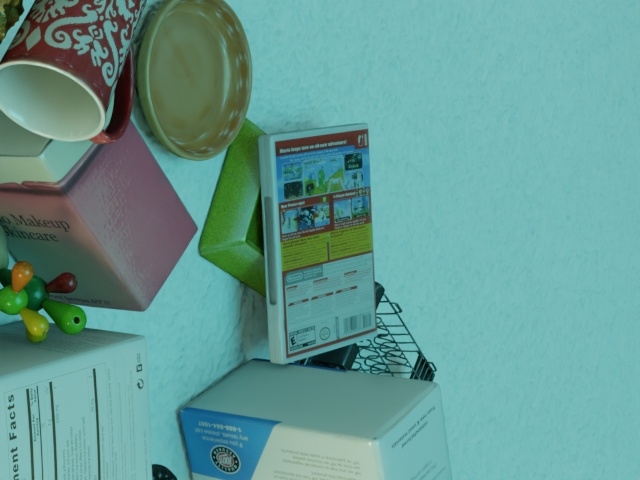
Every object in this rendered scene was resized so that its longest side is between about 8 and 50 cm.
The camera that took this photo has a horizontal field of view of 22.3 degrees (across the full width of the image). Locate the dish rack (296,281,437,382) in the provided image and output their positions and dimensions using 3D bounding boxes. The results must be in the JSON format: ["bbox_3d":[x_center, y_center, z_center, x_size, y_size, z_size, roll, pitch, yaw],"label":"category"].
[{"bbox_3d":[0.071,0.197,2.263,0.271,0.074,0.208,56,51,-45],"label":"dish rack"}]

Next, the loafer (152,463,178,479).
[{"bbox_3d":[-0.279,0.347,1.693,0.366,0.130,0.134,-18,88,-57],"label":"loafer"}]

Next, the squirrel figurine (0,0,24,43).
[{"bbox_3d":[-0.378,-0.223,1.375,0.397,0.281,0.370,2,98,-54],"label":"squirrel figurine"}]

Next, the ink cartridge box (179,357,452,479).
[{"bbox_3d":[0.014,0.366,2.003,0.166,0.285,0.395,-34,122,-50],"label":"ink cartridge box"}]

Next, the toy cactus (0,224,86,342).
[{"bbox_3d":[-0.335,0.033,1.582,0.180,0.219,0.112,-98,-168,-58],"label":"toy cactus"}]

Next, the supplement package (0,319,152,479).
[{"bbox_3d":[-0.324,0.194,1.576,0.293,0.177,0.175,-14,106,-54],"label":"supplement package"}]

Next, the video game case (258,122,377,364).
[{"bbox_3d":[0.000,0.000,2.072,0.204,0.025,0.285,-12,102,-51],"label":"video game case"}]

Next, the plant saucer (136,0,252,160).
[{"bbox_3d":[-0.152,-0.194,1.910,0.200,0.037,0.200,-9,101,-55],"label":"plant saucer"}]

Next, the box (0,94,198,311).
[{"bbox_3d":[-0.255,-0.051,1.674,0.127,0.149,0.232,-60,138,-32],"label":"box"}]

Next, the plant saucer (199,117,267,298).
[{"bbox_3d":[-0.062,-0.036,2.056,0.188,0.045,0.188,36,64,-51],"label":"plant saucer"}]

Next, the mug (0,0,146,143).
[{"bbox_3d":[-0.229,-0.183,1.537,0.150,0.113,0.169,96,10,-58],"label":"mug"}]
